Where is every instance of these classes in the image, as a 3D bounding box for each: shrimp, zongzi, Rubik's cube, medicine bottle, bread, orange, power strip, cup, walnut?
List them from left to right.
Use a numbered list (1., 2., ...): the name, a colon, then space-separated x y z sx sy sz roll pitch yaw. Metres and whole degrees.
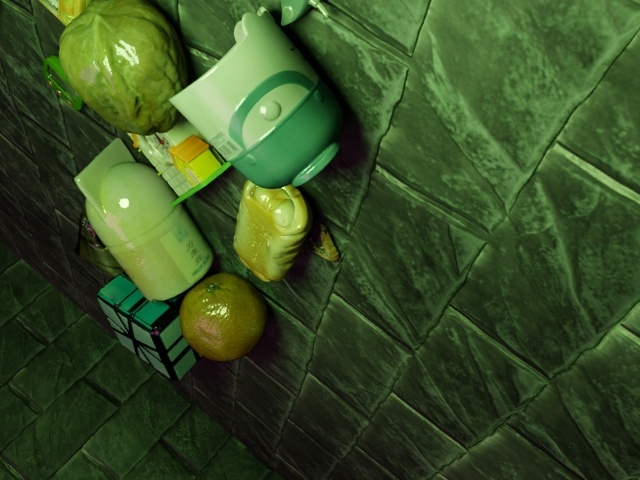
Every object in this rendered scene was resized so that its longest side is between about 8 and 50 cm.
1. zongzi: -0.697 0.035 2.165 0.300 0.138 0.286 43 145 2
2. walnut: -0.381 -0.346 1.264 0.283 0.227 0.283 -17 -90 -89
3. medicine bottle: -0.487 -0.058 1.717 0.235 0.236 0.406 5 133 46
4. Rubik's cube: -0.486 0.220 2.009 0.288 0.283 0.294 26 146 29
5. orange: -0.274 0.215 1.795 0.264 0.264 0.264 29 146 22
6. cup: -0.105 -0.236 1.112 0.257 0.219 0.290 47 180 -18
7. bread: -0.110 -0.026 1.434 0.173 0.121 0.311 42 149 9
8. power strip: -0.063 -0.425 0.976 0.216 0.044 0.137 51 147 -12
9. shrimp: 0.000 0.000 1.433 0.091 0.025 0.127 25 147 30

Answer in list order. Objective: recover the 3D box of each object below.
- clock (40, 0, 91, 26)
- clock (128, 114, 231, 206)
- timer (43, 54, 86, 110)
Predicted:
1. clock: -0.551 -0.554 1.331 0.202 0.096 0.143 44 152 1
2. clock: -0.358 -0.227 1.490 0.255 0.106 0.219 52 148 -13
3. timer: -0.674 -0.418 1.680 0.140 0.047 0.128 47 150 -5
